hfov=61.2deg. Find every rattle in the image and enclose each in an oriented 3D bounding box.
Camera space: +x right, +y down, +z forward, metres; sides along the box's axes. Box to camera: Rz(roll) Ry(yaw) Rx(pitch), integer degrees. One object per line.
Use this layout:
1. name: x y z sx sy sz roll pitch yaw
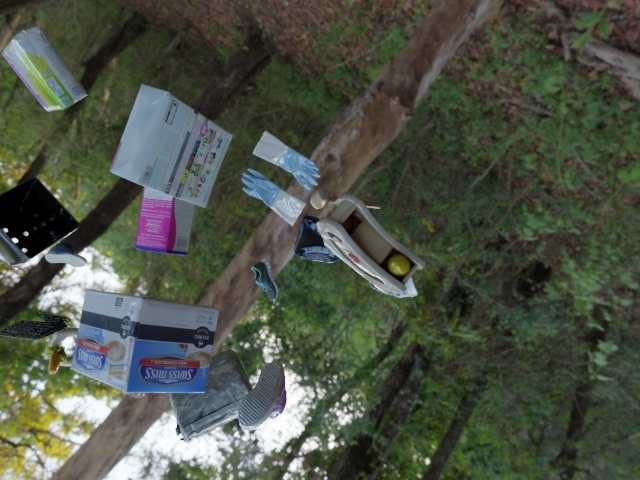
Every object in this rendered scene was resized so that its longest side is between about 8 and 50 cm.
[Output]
1. rattle: -0.689 0.336 1.584 0.199 0.130 0.142 28 169 -36

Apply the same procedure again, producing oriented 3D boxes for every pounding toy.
1. pounding toy: 0.095 -0.032 1.062 0.269 0.155 0.154 38 166 8

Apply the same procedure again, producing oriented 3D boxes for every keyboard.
1. keyboard: -0.641 0.185 1.211 0.192 0.038 0.100 -2 -166 35

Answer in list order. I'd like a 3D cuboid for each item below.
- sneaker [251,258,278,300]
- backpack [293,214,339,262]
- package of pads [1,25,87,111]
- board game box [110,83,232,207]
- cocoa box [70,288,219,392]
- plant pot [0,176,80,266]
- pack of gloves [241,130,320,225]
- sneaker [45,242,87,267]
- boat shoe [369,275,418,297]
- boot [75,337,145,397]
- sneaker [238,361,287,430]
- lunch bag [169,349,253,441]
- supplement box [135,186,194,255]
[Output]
1. sneaker: -0.221 0.159 2.096 0.065 0.076 0.167 -26 83 47
2. backpack: 0.000 0.000 1.951 0.173 0.158 0.117 13 179 -6
3. package of pads: -0.843 -0.516 1.645 0.296 0.101 0.229 15 141 53
4. board game box: -0.366 -0.226 1.377 0.097 0.224 0.303 20 179 21
5. cocoa box: -0.476 0.266 1.451 0.347 0.228 0.231 0 168 44
6. plant pot: -0.846 -0.032 1.538 0.187 0.167 0.188 50 -141 -10
7. pack of gloves: -0.118 -0.189 1.643 0.232 0.195 0.046 35 -165 14
8. sneaker: -0.891 0.048 1.931 0.152 0.058 0.085 5 -145 9
9. boat shoe: 0.246 0.140 1.829 0.320 0.103 0.118 -172 63 -82
10. boot: -0.694 0.409 1.782 0.305 0.112 0.115 43 -163 17
11. sneaker: -0.166 0.533 1.715 0.102 0.161 0.282 2 -155 19
12. lunch bag: -0.400 0.584 1.999 0.213 0.305 0.256 70 167 -17
13. supplement box: -0.446 -0.074 1.571 0.113 0.220 0.111 8 178 19
